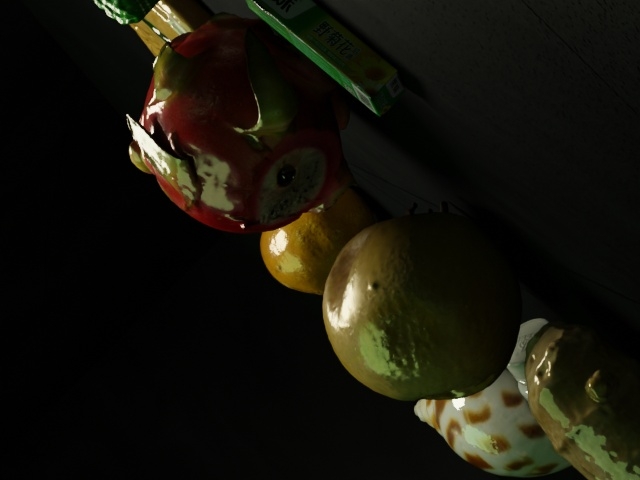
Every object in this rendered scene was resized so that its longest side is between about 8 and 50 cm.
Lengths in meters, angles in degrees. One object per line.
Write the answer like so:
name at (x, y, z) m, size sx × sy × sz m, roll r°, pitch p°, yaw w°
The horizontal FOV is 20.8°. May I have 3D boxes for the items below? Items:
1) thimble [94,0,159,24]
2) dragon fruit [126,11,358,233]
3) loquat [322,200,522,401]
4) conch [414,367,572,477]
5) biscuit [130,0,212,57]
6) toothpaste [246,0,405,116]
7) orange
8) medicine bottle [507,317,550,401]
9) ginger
thimble at (-0.223, -0.307, 1.931) m, size 0.130 × 0.090 × 0.118 m, roll 47°, pitch 171°, yaw -34°
dragon fruit at (-0.082, -0.120, 1.750) m, size 0.227 × 0.224 × 0.224 m, roll 44°, pitch 175°, yaw 25°
loquat at (0.100, 0.060, 1.742) m, size 0.213 × 0.213 × 0.213 m, roll 44°, pitch 174°, yaw 6°
conch at (0.221, 0.215, 2.192) m, size 0.183 × 0.148 × 0.275 m, roll 53°, pitch 169°, yaw -26°
biscuit at (-0.198, -0.269, 2.179) m, size 0.287 × 0.057 × 0.344 m, roll 43°, pitch 174°, yaw 14°
toothpaste at (0.000, -0.179, 1.539) m, size 0.178 × 0.037 × 0.043 m, roll 42°, pitch 177°, yaw 25°
orange at (0.000, 0.000, 2.208) m, size 0.134 × 0.154 × 0.154 m, roll 55°, pitch 174°, yaw 0°
medicine bottle at (0.253, 0.149, 1.851) m, size 0.130 × 0.080 × 0.080 m, roll 48°, pitch 173°, yaw -23°
ginger at (0.319, 0.208, 1.586) m, size 0.354 × 0.126 × 0.190 m, roll 44°, pitch 169°, yaw 28°
